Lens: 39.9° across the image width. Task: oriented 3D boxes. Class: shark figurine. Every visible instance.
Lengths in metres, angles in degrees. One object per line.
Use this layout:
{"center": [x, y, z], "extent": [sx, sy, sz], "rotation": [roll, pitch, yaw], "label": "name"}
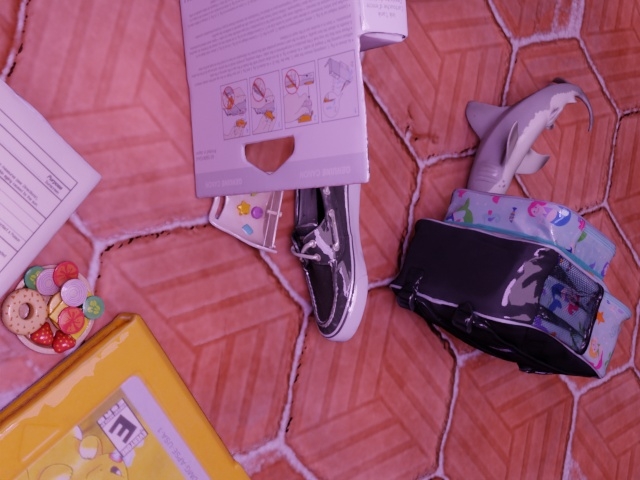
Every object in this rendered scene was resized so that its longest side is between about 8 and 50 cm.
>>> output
{"center": [0.253, -0.160, 1.142], "extent": [0.278, 0.116, 0.166], "rotation": [-45, 149, -21], "label": "shark figurine"}

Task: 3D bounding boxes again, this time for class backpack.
{"center": [0.239, 0.059, 1.042], "extent": [0.253, 0.225, 0.191], "rotation": [36, 77, -35], "label": "backpack"}

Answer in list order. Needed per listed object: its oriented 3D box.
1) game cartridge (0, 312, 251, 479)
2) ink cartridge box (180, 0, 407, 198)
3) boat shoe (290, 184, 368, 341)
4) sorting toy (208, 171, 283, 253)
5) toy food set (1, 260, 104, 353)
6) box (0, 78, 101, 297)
{"center": [-0.193, 0.277, 0.811], "extent": [0.285, 0.052, 0.324], "rotation": [-42, 113, -30], "label": "game cartridge"}
{"center": [-0.032, -0.165, 0.803], "extent": [0.060, 0.275, 0.239], "rotation": [-8, 94, -38], "label": "ink cartridge box"}
{"center": [0.000, 0.000, 0.956], "extent": [0.070, 0.077, 0.220], "rotation": [5, 78, -38], "label": "boat shoe"}
{"center": [-0.078, -0.034, 0.915], "extent": [0.075, 0.045, 0.083], "rotation": [15, 80, -29], "label": "sorting toy"}
{"center": [-0.240, 0.061, 0.797], "extent": [0.083, 0.020, 0.083], "rotation": [48, 62, -27], "label": "toy food set"}
{"center": [-0.312, -0.012, 0.676], "extent": [0.149, 0.126, 0.232], "rotation": [48, 62, -27], "label": "box"}
